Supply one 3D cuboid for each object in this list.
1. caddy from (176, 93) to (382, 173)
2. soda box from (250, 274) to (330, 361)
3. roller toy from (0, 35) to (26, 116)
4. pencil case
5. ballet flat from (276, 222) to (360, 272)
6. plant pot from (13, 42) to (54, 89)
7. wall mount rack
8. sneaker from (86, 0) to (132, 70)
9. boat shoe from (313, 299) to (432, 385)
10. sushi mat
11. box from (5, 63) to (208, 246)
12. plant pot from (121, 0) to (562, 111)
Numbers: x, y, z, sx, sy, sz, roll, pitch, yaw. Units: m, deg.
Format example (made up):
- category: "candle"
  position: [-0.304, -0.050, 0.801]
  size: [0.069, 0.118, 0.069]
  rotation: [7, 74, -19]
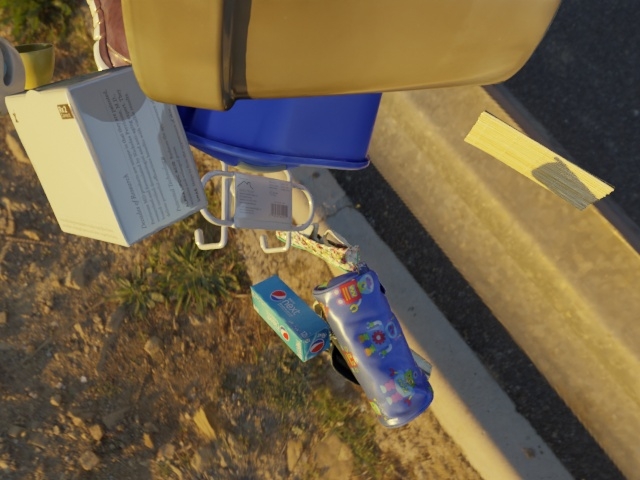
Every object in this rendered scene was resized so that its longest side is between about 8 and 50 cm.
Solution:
- category: "caddy"
  position: [-0.070, -0.181, 0.840]
  size: [0.341, 0.179, 0.241]
  rotation: [-1, 24, -43]
- category: "soda box"
  position: [-0.067, 0.163, 1.271]
  size: [0.071, 0.067, 0.210]
  rotation: [-25, 42, -26]
- category: "roller toy"
  position: [-0.715, -0.345, 1.184]
  size: [0.209, 0.146, 0.191]
  rotation: [38, 90, -4]
- category: "pencil case"
  position: [0.104, 0.190, 1.104]
  size: [0.133, 0.119, 0.306]
  rotation: [-28, 93, -19]
- category: "ballet flat"
  position: [0.000, 0.000, 1.490]
  size: [0.241, 0.077, 0.091]
  rotation: [25, 19, 20]
- category: "plant pot"
  position: [-0.737, -0.439, 1.499]
  size: [0.134, 0.095, 0.134]
  rotation: [-2, 29, 1]
- category: "wall mount rack"
  position: [-0.167, -0.128, 1.311]
  size: [0.350, 0.130, 0.304]
  rotation: [5, 83, -51]
- category: "sneaker"
  position: [-0.346, -0.442, 1.103]
  size: [0.163, 0.106, 0.281]
  rotation: [-9, 94, 18]
- category: "boat shoe"
  position: [0.087, 0.263, 1.462]
  size: [0.187, 0.500, 0.156]
  rotation: [36, 87, -26]
- category: "sushi mat"
  position: [0.471, -0.171, 1.294]
  size: [0.317, 0.151, 0.019]
  rotation: [34, 76, 8]
- category: "box"
  position: [-0.254, -0.105, 0.703]
  size: [0.181, 0.181, 0.119]
  rotation: [9, 32, 44]
- category: "plant pot"
  position: [0.030, -0.243, 0.451]
  size: [0.280, 0.323, 0.323]
  rotation: [9, 63, -5]
